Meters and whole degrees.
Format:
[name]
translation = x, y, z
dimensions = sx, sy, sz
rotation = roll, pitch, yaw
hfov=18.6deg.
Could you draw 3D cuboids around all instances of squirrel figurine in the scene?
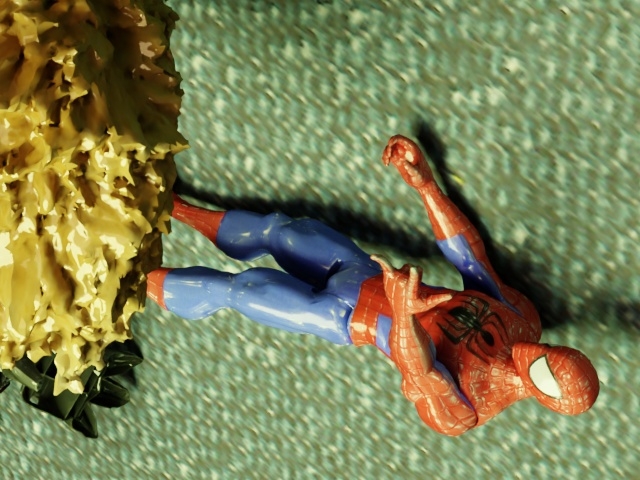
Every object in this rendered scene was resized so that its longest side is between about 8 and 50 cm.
[squirrel figurine]
translation = -0.160, -0.138, 0.732
dimensions = 0.397, 0.281, 0.370
rotation = 50, 166, -32

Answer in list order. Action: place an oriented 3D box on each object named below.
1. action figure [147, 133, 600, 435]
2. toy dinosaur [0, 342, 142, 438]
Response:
[action figure]
translation = 0.000, 0.000, 0.887
dimensions = 0.280, 0.091, 0.139
rotation = 22, 145, 28
[toy dinosaur]
translation = -0.248, 0.080, 1.098
dimensions = 0.218, 0.322, 0.164
rotation = 32, 98, 19
